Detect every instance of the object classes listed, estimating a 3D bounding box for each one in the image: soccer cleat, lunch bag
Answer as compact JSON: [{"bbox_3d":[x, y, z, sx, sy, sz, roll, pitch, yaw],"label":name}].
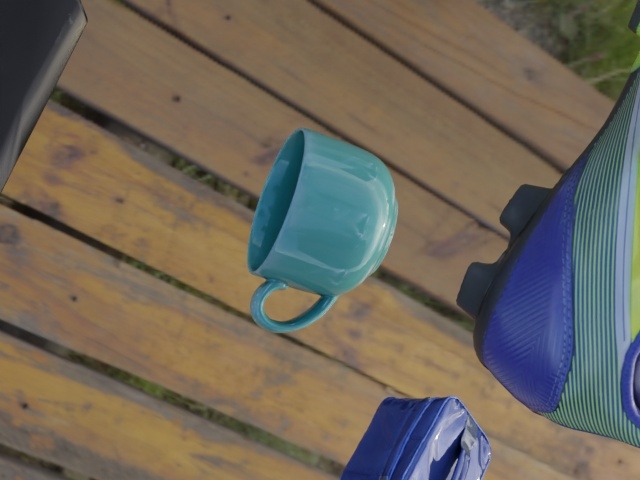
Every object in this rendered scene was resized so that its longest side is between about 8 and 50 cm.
[{"bbox_3d":[0.175,-0.044,0.559,0.289,0.121,0.093,-58,152,3],"label":"soccer cleat"},{"bbox_3d":[0.064,0.150,0.851,0.067,0.065,0.098,50,51,-26],"label":"lunch bag"}]

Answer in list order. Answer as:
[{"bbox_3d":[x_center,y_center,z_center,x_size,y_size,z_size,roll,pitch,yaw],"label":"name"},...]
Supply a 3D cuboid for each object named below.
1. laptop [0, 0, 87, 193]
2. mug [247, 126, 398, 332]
[{"bbox_3d":[-0.305,-0.095,0.703,0.264,0.136,0.234,24,83,12],"label":"laptop"},{"bbox_3d":[0.001,-0.008,1.111,0.097,0.129,0.158,18,119,-15],"label":"mug"}]
